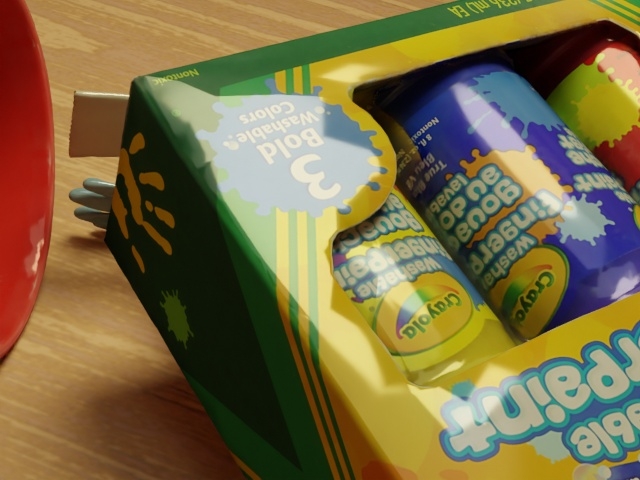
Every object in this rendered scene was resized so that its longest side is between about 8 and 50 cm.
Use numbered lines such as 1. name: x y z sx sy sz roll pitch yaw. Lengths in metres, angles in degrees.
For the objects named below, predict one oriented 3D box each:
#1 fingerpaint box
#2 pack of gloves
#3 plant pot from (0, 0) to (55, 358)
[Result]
1. fingerpaint box: 0.149 0.022 0.764 0.444 0.163 0.371 -18 59 -29
2. pack of gloves: -0.084 -0.070 0.957 0.232 0.195 0.046 0 59 -14
3. plant pot: -0.337 -0.053 0.826 0.243 0.275 0.275 0 31 5
